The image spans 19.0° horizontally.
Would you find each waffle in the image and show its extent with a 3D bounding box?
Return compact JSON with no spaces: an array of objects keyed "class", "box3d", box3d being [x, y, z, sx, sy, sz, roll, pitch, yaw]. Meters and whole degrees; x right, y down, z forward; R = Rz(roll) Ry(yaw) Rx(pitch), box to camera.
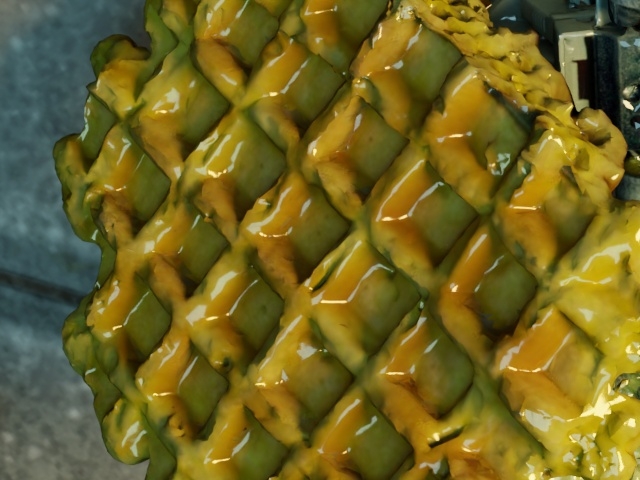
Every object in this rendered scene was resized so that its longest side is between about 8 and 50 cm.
[{"class":"waffle","box3d":[0.002,0.000,0.808,0.307,0.060,0.311,-19,76,34]}]

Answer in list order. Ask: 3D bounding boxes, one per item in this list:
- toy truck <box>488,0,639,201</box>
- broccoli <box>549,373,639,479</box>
[{"class":"toy truck","box3d":[0.206,-0.091,0.844,0.257,0.140,0.108,-7,113,-1]},{"class":"broccoli","box3d":[0.098,0.069,0.891,0.226,0.198,0.176,40,116,1]}]
